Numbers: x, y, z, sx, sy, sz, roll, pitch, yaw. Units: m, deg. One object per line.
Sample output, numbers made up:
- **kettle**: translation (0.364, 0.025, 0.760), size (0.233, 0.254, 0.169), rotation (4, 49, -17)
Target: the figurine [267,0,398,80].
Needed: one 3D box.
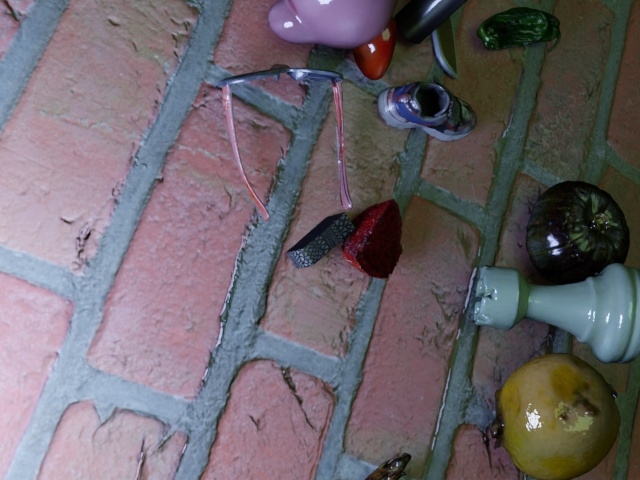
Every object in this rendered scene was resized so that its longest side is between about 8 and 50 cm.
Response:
- **figurine**: translation (0.055, -0.467, 1.320), size (0.261, 0.211, 0.270), rotation (9, 76, -27)

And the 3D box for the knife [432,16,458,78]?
- **knife**: translation (0.250, -0.507, 1.542), size (0.061, 0.027, 0.343), rotation (-5, 83, -34)

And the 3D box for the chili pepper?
- **chili pepper**: translation (0.445, -0.469, 1.621), size (0.256, 0.074, 0.100), rotation (-14, 90, -26)

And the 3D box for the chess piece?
- **chess piece**: translation (0.454, 0.125, 1.402), size (0.298, 0.194, 0.195), rotation (8, 74, 5)

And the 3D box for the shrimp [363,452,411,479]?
- **shrimp**: translation (0.113, 0.475, 1.268), size (0.195, 0.035, 0.148), rotation (-38, 97, -22)

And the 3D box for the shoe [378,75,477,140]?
- **shoe**: translation (0.232, -0.268, 1.430), size (0.227, 0.125, 0.100), rotation (4, 76, -27)

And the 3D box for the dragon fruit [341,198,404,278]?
- **dragon fruit**: translation (0.093, 0.013, 1.331), size (0.106, 0.083, 0.162), rotation (56, 47, -32)

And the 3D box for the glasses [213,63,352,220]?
- **glasses**: translation (-0.059, -0.178, 1.291), size (0.234, 0.118, 0.269), rotation (-9, 99, -32)

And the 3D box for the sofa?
- **sofa**: translation (0.000, 0.000, 1.287), size (0.118, 0.060, 0.039), rotation (-41, 107, -29)

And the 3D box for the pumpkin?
- **pumpkin**: translation (0.547, -0.011, 1.532), size (0.237, 0.159, 0.238), rotation (5, 77, -23)

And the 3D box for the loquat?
- **loquat**: translation (0.438, 0.336, 1.378), size (0.243, 0.244, 0.244), rotation (6, 78, -28)

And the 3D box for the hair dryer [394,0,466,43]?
- **hair dryer**: translation (0.223, -0.549, 1.466), size (0.078, 0.195, 0.248), rotation (14, 53, -39)
